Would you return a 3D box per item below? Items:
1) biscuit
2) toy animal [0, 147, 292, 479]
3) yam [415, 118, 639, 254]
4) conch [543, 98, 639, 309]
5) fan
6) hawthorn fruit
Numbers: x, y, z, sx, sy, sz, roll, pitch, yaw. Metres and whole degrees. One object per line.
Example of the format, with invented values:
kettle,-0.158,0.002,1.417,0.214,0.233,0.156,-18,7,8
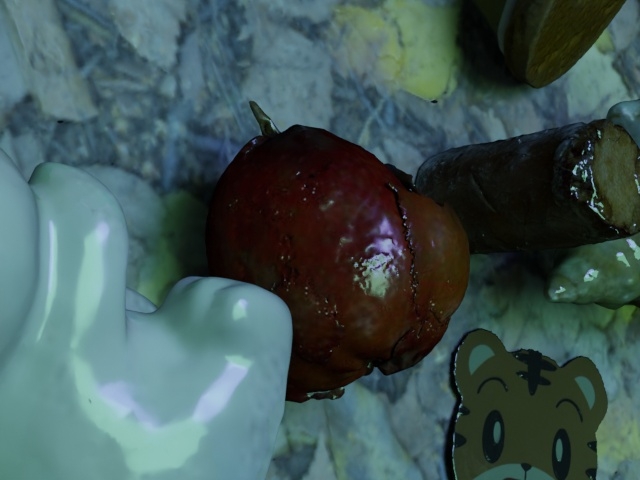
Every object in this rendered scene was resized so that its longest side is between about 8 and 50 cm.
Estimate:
biscuit,0.181,-0.198,1.035,0.208,0.049,0.181,-52,161,-2
toy animal,-0.200,0.059,0.657,0.368,0.196,0.241,36,64,-33
yam,0.134,-0.031,0.977,0.079,0.141,0.079,7,79,-41
conch,0.297,-0.018,1.088,0.386,0.203,0.169,-10,50,-27
fan,0.133,0.176,1.031,0.152,0.008,0.226,19,71,-37
hawthorn fruit,0.000,0.000,0.870,0.148,0.148,0.172,-23,82,-39
